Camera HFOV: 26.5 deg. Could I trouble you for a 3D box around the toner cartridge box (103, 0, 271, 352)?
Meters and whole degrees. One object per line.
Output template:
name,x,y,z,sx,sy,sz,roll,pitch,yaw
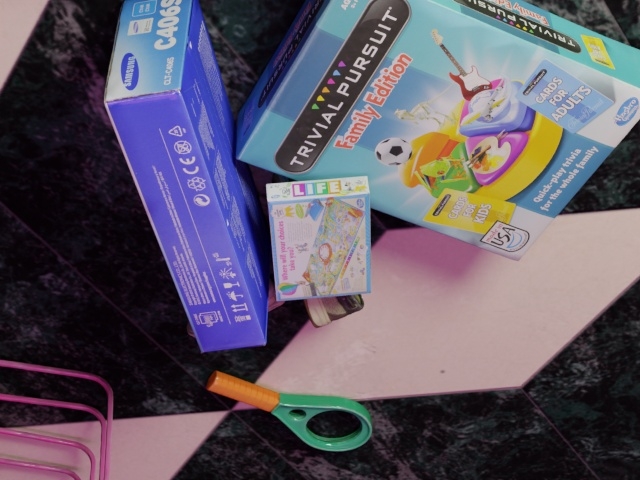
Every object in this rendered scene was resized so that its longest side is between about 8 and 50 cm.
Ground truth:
toner cartridge box,-0.123,-0.061,1.361,0.075,0.165,0.348,-8,133,7

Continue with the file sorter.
file sorter,-0.375,0.314,1.702,0.182,0.202,0.290,11,133,-16

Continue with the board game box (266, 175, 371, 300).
board game box,0.000,0.000,1.408,0.103,0.026,0.154,-5,137,-2

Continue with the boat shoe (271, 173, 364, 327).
boat shoe,0.000,0.004,1.494,0.073,0.080,0.223,-16,132,-1

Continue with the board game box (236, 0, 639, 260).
board game box,0.120,-0.133,1.354,0.336,0.079,0.254,19,131,-19

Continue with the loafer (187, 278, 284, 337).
loafer,-0.098,0.087,1.592,0.125,0.045,0.039,-29,135,21

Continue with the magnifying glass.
magnifying glass,-0.038,0.215,1.730,0.231,0.026,0.092,24,129,-21
